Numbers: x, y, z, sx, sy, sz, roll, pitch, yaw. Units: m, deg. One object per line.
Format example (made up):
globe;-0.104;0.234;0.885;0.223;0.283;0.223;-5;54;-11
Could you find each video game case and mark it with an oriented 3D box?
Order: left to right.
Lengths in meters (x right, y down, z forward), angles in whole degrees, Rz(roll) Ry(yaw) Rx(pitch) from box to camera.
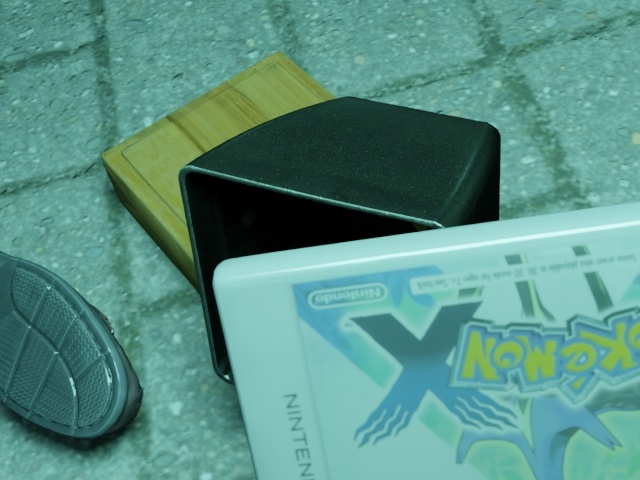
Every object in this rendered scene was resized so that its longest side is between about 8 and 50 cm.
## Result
video game case;0.126;0.130;0.675;0.329;0.299;0.036;-8;21;7

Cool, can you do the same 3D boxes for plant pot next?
plant pot;0.037;0.001;0.792;0.188;0.187;0.167;15;41;25

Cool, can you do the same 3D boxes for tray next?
tray;0.000;0.000;0.964;0.203;0.076;0.411;-33;50;-16

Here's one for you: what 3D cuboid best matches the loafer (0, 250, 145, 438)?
loafer;-0.245;0.065;0.956;0.303;0.095;0.109;29;95;30
